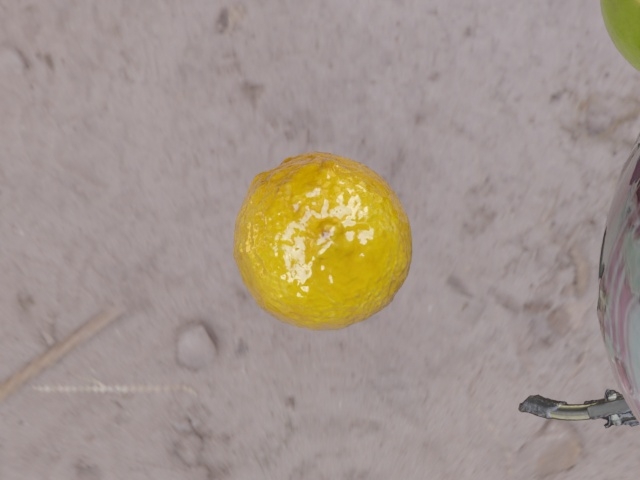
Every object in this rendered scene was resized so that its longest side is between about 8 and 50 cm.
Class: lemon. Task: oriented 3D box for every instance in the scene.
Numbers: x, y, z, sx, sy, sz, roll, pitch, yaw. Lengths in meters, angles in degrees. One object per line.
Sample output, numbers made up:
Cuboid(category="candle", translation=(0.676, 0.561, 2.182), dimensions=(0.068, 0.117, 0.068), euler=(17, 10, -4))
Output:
Cuboid(category="lemon", translation=(0.000, 0.000, 1.276), dimensions=(0.142, 0.187, 0.142), euler=(-1, 99, -5))

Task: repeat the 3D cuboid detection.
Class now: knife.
Cuboid(category="knife", translation=(0.284, 0.151, 1.461), dimensions=(0.222, 0.021, 0.045), euler=(5, 84, 27))

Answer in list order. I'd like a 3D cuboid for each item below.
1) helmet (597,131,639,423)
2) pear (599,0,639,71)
Cuboid(category="helmet", translation=(0.153, 0.020, 0.467), dimensions=(0.107, 0.177, 0.153), euler=(-32, 108, -45))
Cuboid(category="pear", translation=(0.337, -0.224, 1.441), dimensions=(0.188, 0.220, 0.187), euler=(0, 91, 11))
